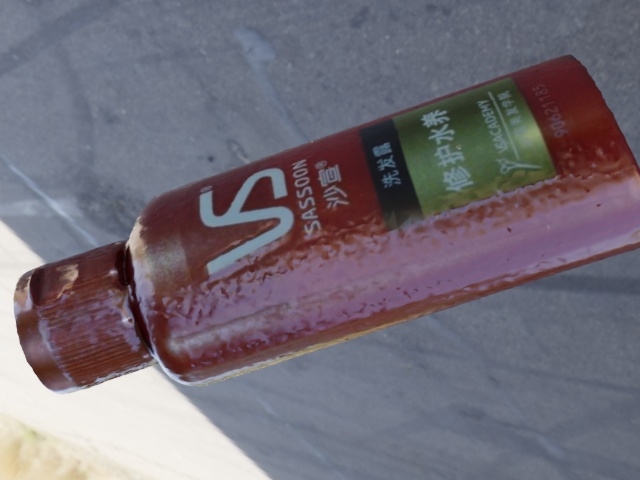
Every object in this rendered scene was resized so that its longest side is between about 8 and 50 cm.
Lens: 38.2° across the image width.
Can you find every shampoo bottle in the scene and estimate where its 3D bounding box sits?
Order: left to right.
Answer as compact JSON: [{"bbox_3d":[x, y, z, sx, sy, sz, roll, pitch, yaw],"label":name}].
[{"bbox_3d":[0.000,-0.001,0.476,0.314,0.118,0.076,-18,144,6],"label":"shampoo bottle"}]
